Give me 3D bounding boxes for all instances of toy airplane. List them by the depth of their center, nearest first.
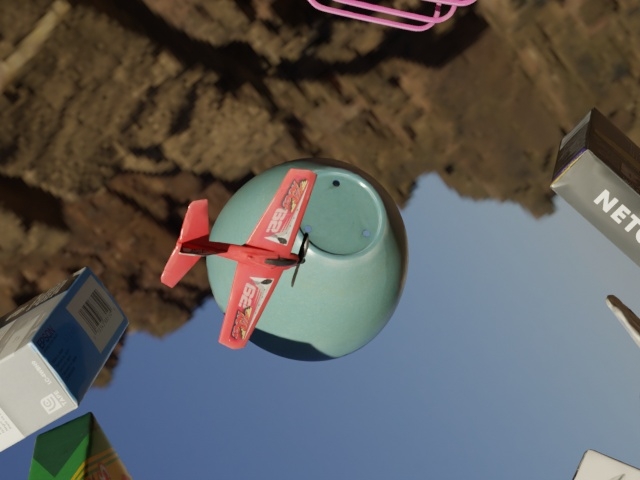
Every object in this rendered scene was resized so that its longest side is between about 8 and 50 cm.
[{"bbox_3d":[-0.060,0.011,1.006,0.028,0.151,0.151,32,177,35],"label":"toy airplane"}]

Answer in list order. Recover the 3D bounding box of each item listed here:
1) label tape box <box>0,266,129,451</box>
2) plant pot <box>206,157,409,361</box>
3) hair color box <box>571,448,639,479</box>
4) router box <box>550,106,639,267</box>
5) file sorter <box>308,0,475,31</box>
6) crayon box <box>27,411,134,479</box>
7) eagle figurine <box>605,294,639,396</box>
[{"bbox_3d":[-0.452,0.200,1.860,0.115,0.347,0.249,57,-161,-15],"label":"label tape box"},{"bbox_3d":[0.000,0.000,1.897,0.290,0.290,0.195,55,156,11],"label":"plant pot"},{"bbox_3d":[0.320,0.316,1.036,0.338,0.185,0.110,22,144,19],"label":"hair color box"},{"bbox_3d":[0.478,-0.038,1.986,0.309,0.081,0.243,42,-157,-3],"label":"router box"},{"bbox_3d":[0.111,-0.377,1.639,0.202,0.182,0.290,9,172,-15],"label":"file sorter"},{"bbox_3d":[-0.245,0.357,1.494,0.318,0.081,0.202,-101,-14,-65],"label":"crayon box"},{"bbox_3d":[0.381,0.188,1.283,0.226,0.298,0.225,3,-170,-39],"label":"eagle figurine"}]
